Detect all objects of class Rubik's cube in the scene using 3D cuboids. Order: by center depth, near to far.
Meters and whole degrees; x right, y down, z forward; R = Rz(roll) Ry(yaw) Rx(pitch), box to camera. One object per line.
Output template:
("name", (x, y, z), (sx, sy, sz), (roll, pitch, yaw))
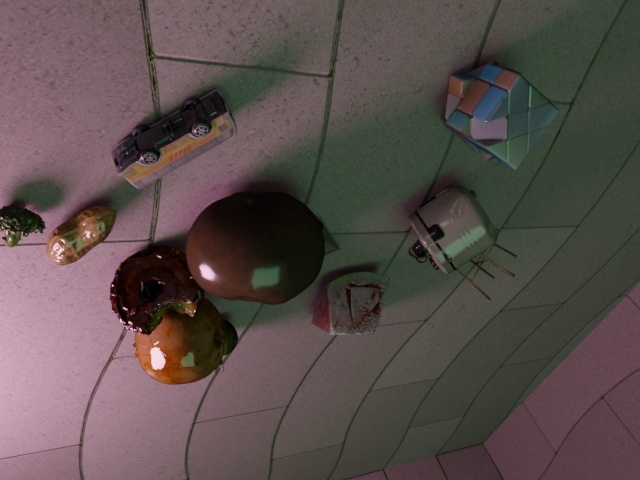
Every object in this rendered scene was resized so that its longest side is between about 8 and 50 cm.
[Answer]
("Rubik's cube", (0.440, -0.321, 1.436), (0.265, 0.213, 0.224), (27, 103, -33))

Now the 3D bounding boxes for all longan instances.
("longan", (-0.153, 0.023, 1.419), (0.350, 0.288, 0.288), (2, 133, -25))

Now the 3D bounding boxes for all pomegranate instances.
("pomegranate", (-0.400, 0.274, 1.578), (0.271, 0.251, 0.229), (-10, -176, 19))
("pomegranate", (-0.308, 0.315, 1.752), (0.129, 0.159, 0.129), (-25, 167, -6))

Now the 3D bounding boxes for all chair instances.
("chair", (0.479, 0.039, 1.914), (0.326, 0.170, 0.159), (32, 128, 1))

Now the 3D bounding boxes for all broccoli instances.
("broccoli", (-0.651, -0.031, 1.229), (0.095, 0.097, 0.092), (27, 112, -1))

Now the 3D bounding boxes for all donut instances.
("donut", (-0.410, 0.127, 1.446), (0.230, 0.216, 0.096), (-40, 164, -15))

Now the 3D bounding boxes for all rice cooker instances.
("rice cooker", (0.382, -0.029, 1.708), (0.244, 0.226, 0.226), (-38, 140, 9))

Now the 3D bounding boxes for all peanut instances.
("peanut", (-0.545, -0.016, 1.300), (0.194, 0.083, 0.093), (-37, 141, 14))

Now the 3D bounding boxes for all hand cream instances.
("hand cream", (0.000, 0.000, 1.662), (0.087, 0.054, 0.186), (-23, 148, 2))

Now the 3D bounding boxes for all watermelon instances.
("watermelon", (0.100, 0.242, 1.868), (0.213, 0.201, 0.261), (2, 138, -19))

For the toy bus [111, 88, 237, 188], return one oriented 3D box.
("toy bus", (-0.305, -0.212, 1.218), (0.268, 0.092, 0.106), (-29, 150, 2))
